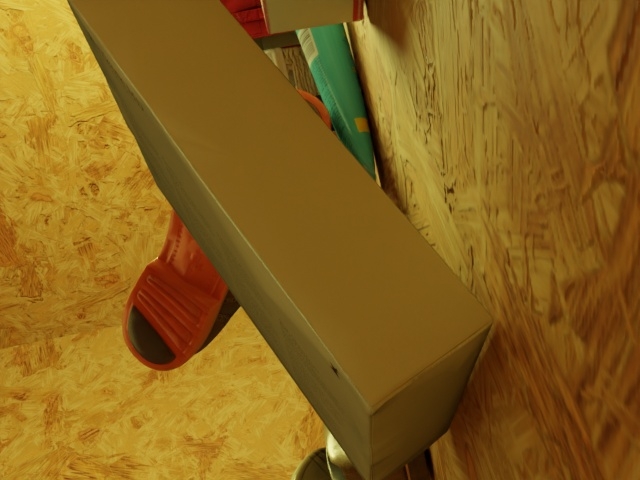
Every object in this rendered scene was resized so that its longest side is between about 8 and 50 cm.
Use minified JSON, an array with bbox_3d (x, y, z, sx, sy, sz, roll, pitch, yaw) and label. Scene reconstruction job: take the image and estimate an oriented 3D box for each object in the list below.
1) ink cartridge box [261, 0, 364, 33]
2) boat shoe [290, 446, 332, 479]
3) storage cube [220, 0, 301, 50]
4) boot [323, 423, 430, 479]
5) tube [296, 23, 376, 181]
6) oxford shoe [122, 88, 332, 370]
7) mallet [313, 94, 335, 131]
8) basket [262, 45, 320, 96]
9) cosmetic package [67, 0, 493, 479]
[{"bbox_3d":[-0.026,-0.308,0.639,0.158,0.092,0.218,85,176,-74],"label":"ink cartridge box"},{"bbox_3d":[0.029,0.348,1.034,0.121,0.110,0.341,39,-172,20],"label":"boat shoe"},{"bbox_3d":[-0.116,-0.424,1.319,0.215,0.183,0.193,-115,14,-83],"label":"storage cube"},{"bbox_3d":[0.054,0.211,0.992,0.305,0.115,0.112,-98,-6,-74],"label":"boot"},{"bbox_3d":[0.024,-0.148,0.825,0.080,0.052,0.207,64,-171,-76],"label":"tube"},{"bbox_3d":[-0.098,-0.016,0.896,0.130,0.364,0.132,41,-161,11],"label":"oxford shoe"},{"bbox_3d":[0.006,-0.199,1.318,0.189,0.039,0.062,40,-138,-86],"label":"mallet"},{"bbox_3d":[-0.079,-0.274,1.361,0.167,0.103,0.113,3,107,53],"label":"basket"},{"bbox_3d":[-0.037,-0.008,0.613,0.377,0.097,0.284,52,169,22],"label":"cosmetic package"}]
